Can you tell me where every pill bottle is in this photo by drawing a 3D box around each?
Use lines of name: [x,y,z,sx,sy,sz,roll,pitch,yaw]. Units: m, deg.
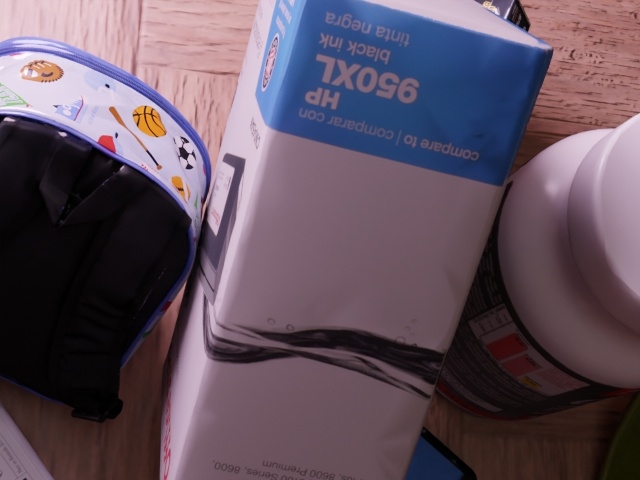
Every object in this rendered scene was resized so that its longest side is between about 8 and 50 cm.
pill bottle: [0.219,0.030,0.944,0.210,0.363,0.210,4,74,-14]

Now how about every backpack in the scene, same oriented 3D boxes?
backpack: [-0.213,-0.022,0.879,0.277,0.263,0.213,28,44,-26]

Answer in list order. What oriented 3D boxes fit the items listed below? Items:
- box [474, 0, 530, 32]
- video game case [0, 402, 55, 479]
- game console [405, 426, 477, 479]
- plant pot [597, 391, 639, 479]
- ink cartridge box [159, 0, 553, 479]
box: [0.080,-0.135,1.063,0.175,0.051,0.220,8,65,34]
video game case: [-0.375,0.218,0.878,0.300,0.036,0.329,-35,91,-27]
game console: [0.069,0.213,1.005,0.144,0.124,0.085,41,95,-1]
plant pot: [0.493,0.281,0.988,0.353,0.366,0.366,16,71,-24]
ink cartridge box: [0.000,0.000,0.846,0.166,0.285,0.394,13,107,-11]
